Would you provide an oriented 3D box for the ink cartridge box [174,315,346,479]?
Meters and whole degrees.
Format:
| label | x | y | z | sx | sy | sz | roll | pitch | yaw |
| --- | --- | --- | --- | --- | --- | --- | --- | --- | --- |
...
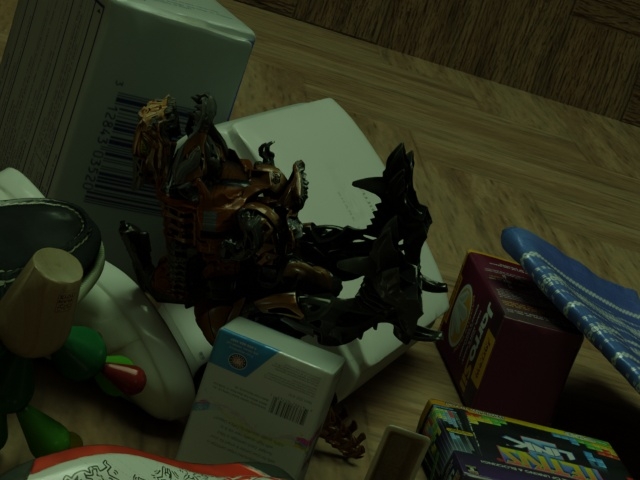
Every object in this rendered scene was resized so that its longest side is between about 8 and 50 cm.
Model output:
| label | x | y | z | sx | sy | sz | roll | pitch | yaw |
| --- | --- | --- | --- | --- | --- | --- | --- | --- | --- |
| ink cartridge box | -0.045 | 0.129 | 1.254 | 0.088 | 0.122 | 0.052 | 22 | 12 | 9 |

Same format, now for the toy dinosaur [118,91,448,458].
| label | x | y | z | sx | sy | sz | roll | pitch | yaw |
| --- | --- | --- | --- | --- | --- | --- | --- | --- | --- |
| toy dinosaur | -0.026 | 0.023 | 1.320 | 0.218 | 0.322 | 0.164 | -15 | 50 | 15 |

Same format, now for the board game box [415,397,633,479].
| label | x | y | z | sx | sy | sz | roll | pitch | yaw |
| --- | --- | --- | --- | --- | --- | --- | --- | --- | --- |
| board game box | 0.172 | 0.194 | 1.414 | 0.170 | 0.048 | 0.141 | 15 | 15 | -14 |

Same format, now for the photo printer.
| label | x | y | z | sx | sy | sz | roll | pitch | yaw |
| --- | --- | --- | --- | --- | --- | --- | --- | --- | --- |
| photo printer | 0.000 | 0.000 | 1.563 | 0.256 | 0.107 | 0.307 | 61 | 22 | 2 |

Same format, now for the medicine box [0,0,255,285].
| label | x | y | z | sx | sy | sz | roll | pitch | yaw |
| --- | --- | --- | --- | --- | --- | --- | --- | --- | --- |
| medicine box | -0.209 | -0.133 | 1.676 | 0.149 | 0.263 | 0.289 | 11 | 18 | -26 |

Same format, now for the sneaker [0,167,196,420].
| label | x | y | z | sx | sy | sz | roll | pitch | yaw |
| --- | --- | --- | --- | --- | --- | --- | --- | --- | --- |
| sneaker | -0.216 | 0.064 | 1.379 | 0.123 | 0.106 | 0.290 | -32 | 52 | -25 |

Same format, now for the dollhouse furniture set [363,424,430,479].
| label | x | y | z | sx | sy | sz | roll | pitch | yaw |
| --- | --- | --- | --- | --- | --- | --- | --- | --- | --- |
| dollhouse furniture set | 0.021 | 0.180 | 1.178 | 0.091 | 0.114 | 0.081 | 19 | 20 | -6 |

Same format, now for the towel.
| label | x | y | z | sx | sy | sz | roll | pitch | yaw |
| --- | --- | --- | --- | --- | --- | --- | --- | --- | --- |
| towel | 0.318 | 0.120 | 1.601 | 0.243 | 0.040 | 0.336 | 29 | 16 | -47 |

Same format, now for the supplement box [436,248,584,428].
| label | x | y | z | sx | sy | sz | roll | pitch | yaw |
| --- | --- | --- | --- | --- | --- | --- | --- | --- | --- |
| supplement box | 0.175 | 0.093 | 1.650 | 0.080 | 0.104 | 0.188 | 15 | 16 | -11 |

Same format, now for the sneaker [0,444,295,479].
| label | x | y | z | sx | sy | sz | roll | pitch | yaw |
| --- | --- | --- | --- | --- | --- | --- | --- | --- | --- |
| sneaker | -0.076 | 0.195 | 1.055 | 0.270 | 0.090 | 0.145 | 7 | 17 | -44 |

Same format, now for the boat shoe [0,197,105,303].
| label | x | y | z | sx | sy | sz | roll | pitch | yaw |
| --- | --- | --- | --- | --- | --- | --- | --- | --- | --- |
| boat shoe | -0.288 | 0.011 | 1.196 | 0.340 | 0.113 | 0.127 | -16 | 38 | -36 |

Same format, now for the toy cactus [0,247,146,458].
| label | x | y | z | sx | sy | sz | roll | pitch | yaw |
| --- | --- | --- | --- | --- | --- | --- | --- | --- | --- |
| toy cactus | -0.201 | 0.087 | 1.143 | 0.219 | 0.180 | 0.112 | 2 | 43 | -33 |

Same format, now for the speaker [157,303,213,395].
| label | x | y | z | sx | sy | sz | roll | pitch | yaw |
| --- | --- | --- | --- | --- | --- | --- | --- | --- | --- |
| speaker | -0.097 | 0.092 | 1.439 | 0.055 | 0.055 | 0.136 | 12 | 17 | -22 |
